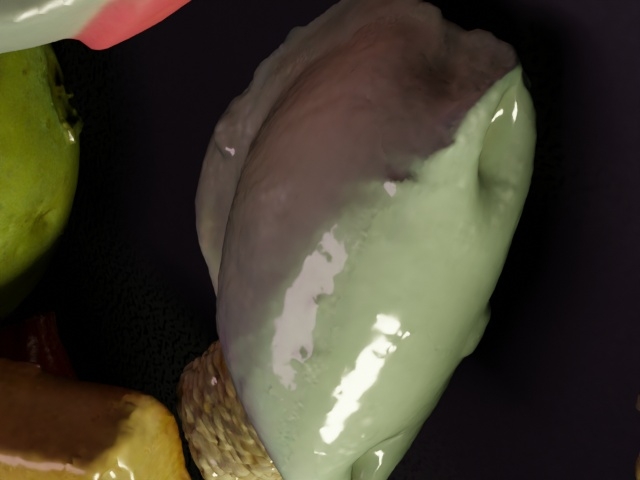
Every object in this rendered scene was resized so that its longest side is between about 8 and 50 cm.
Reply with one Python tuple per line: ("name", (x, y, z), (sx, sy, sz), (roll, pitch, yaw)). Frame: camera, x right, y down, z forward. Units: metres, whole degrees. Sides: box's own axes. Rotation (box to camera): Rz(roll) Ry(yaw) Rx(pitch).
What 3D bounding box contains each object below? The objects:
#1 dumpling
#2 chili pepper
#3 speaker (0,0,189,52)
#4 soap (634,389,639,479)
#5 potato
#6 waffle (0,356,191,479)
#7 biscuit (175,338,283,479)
("dumpling", (0.012, 0.003, 0.537), (0.149, 0.105, 0.217), (-120, 41, -66))
("chili pepper", (-0.181, 0.106, 0.892), (0.073, 0.070, 0.123), (-18, 96, 39))
("speaker", (-0.137, -0.197, 0.432), (0.294, 0.294, 0.294), (31, 135, 37))
("soap", (0.194, 0.103, 0.281), (0.281, 0.143, 0.259), (59, 163, 28))
("potato", (-0.223, -0.051, 0.764), (0.186, 0.148, 0.253), (38, 139, 27))
("waffle", (-0.238, 0.161, 0.825), (0.348, 0.077, 0.304), (10, 140, 15))
("biscuit", (-0.018, 0.075, 0.659), (0.082, 0.070, 0.168), (65, 150, 8))
